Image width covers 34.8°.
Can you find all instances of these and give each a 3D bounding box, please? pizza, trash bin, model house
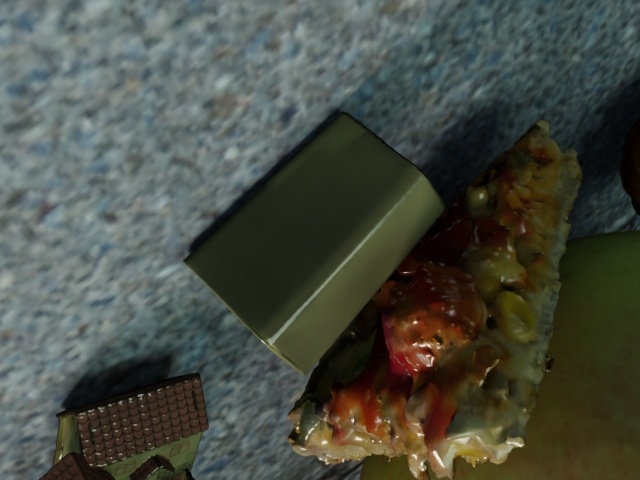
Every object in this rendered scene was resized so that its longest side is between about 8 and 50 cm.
[{"bbox_3d":[0.050,0.029,0.434,0.053,0.193,0.201,38,90,-10],"label":"pizza"},{"bbox_3d":[0.000,0.000,0.420,0.092,0.061,0.043,-45,144,-5],"label":"trash bin"},{"bbox_3d":[-0.086,0.093,0.427,0.083,0.057,0.058,-11,136,-36],"label":"model house"}]

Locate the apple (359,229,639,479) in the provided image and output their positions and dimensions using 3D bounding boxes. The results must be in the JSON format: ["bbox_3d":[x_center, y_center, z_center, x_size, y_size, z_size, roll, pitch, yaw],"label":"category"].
[{"bbox_3d":[0.165,0.157,0.504,0.277,0.319,0.319,-46,150,-36],"label":"apple"}]

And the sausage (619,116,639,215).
[{"bbox_3d":[0.306,-0.101,0.604,0.330,0.102,0.102,-31,141,-20],"label":"sausage"}]
